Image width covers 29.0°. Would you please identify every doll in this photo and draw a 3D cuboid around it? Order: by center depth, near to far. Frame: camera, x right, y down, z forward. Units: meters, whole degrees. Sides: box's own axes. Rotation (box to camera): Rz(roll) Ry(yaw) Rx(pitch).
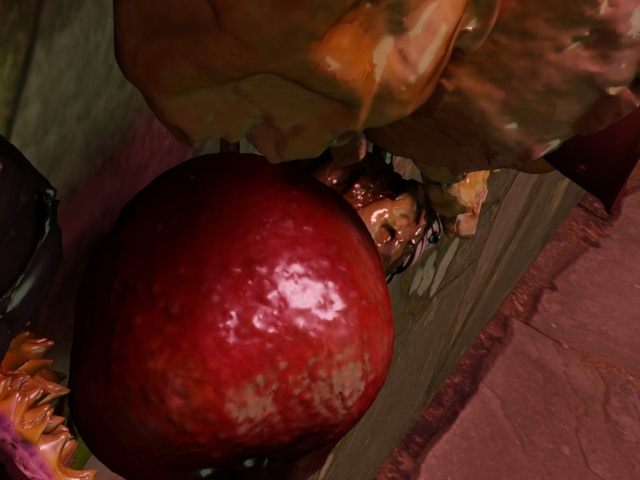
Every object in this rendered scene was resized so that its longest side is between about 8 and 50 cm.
[{"bbox_3d":[0.103,-0.008,1.483,0.091,0.067,0.219,-66,169,21],"label":"doll"}]

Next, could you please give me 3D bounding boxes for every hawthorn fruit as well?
[{"bbox_3d":[-0.052,0.031,0.813,0.230,0.210,0.266,65,27,-68],"label":"hawthorn fruit"}]

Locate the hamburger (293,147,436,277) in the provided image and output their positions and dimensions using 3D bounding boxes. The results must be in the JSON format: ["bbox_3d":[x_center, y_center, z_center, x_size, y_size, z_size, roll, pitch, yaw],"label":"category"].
[{"bbox_3d":[0.000,0.000,1.099,0.206,0.130,0.183,-43,170,21],"label":"hamburger"}]

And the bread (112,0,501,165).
[{"bbox_3d":[-0.003,-0.178,0.519,0.238,0.196,0.252,-50,167,-20],"label":"bread"}]

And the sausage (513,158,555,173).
[{"bbox_3d":[0.285,-0.202,1.580,0.134,0.116,0.354,-43,159,-11],"label":"sausage"}]

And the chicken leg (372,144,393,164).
[{"bbox_3d":[0.028,-0.023,1.249,0.205,0.053,0.093,-60,151,-3],"label":"chicken leg"}]

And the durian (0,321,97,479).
[{"bbox_3d":[-0.201,0.170,0.715,0.260,0.186,0.154,-49,164,24],"label":"durian"}]

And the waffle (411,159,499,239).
[{"bbox_3d":[0.128,-0.172,1.049,0.317,0.073,0.297,76,31,-53],"label":"waffle"}]

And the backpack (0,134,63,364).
[{"bbox_3d":[-0.207,0.061,0.527,0.258,0.133,0.206,-59,170,-18],"label":"backpack"}]

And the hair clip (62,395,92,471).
[{"bbox_3d":[-0.204,0.187,0.931,0.173,0.046,0.072,-60,162,6],"label":"hair clip"}]

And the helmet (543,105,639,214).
[{"bbox_3d":[0.301,-0.236,1.313,0.385,0.230,0.337,-55,168,-40],"label":"helmet"}]

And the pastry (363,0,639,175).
[{"bbox_3d":[0.104,-0.188,0.741,0.329,0.136,0.329,-42,-142,45],"label":"pastry"}]
